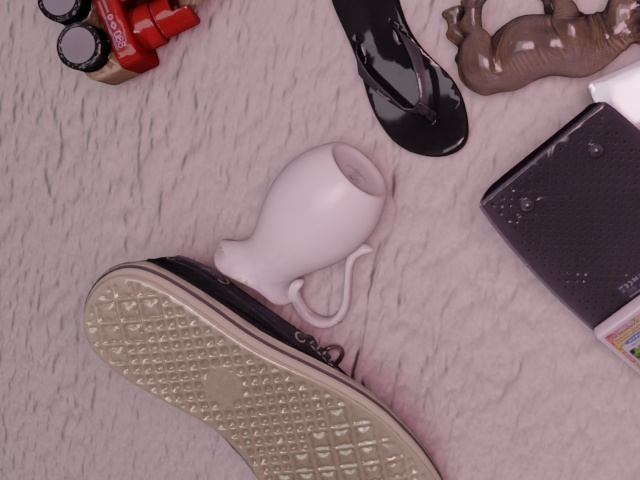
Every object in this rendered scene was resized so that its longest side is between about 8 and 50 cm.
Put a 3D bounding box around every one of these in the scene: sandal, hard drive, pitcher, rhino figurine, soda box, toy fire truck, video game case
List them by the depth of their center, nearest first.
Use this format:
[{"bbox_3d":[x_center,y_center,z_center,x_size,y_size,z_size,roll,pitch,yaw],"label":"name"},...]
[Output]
[{"bbox_3d":[0.381,-0.171,0.821,0.216,0.074,0.069,-24,91,22],"label":"soda box"},{"bbox_3d":[0.298,-0.009,0.841,0.254,0.054,0.172,42,111,-17],"label":"hard drive"},{"bbox_3d":[0.386,0.086,0.848,0.143,0.019,0.157,38,114,-23],"label":"video game case"},{"bbox_3d":[0.251,-0.220,0.863,0.243,0.073,0.106,-9,91,20],"label":"rhino figurine"},{"bbox_3d":[0.079,-0.203,0.936,0.097,0.054,0.255,-31,87,21],"label":"sandal"},{"bbox_3d":[0.000,0.000,0.972,0.177,0.125,0.207,39,121,-10],"label":"pitcher"},{"bbox_3d":[-0.218,-0.331,0.987,0.246,0.158,0.217,-22,90,10],"label":"toy fire truck"}]

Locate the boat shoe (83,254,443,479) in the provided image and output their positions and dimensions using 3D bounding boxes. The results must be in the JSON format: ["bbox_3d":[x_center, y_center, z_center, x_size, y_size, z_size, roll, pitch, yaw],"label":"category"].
[{"bbox_3d":[-0.051,0.185,0.994,0.500,0.156,0.187,37,107,-4],"label":"boat shoe"}]
